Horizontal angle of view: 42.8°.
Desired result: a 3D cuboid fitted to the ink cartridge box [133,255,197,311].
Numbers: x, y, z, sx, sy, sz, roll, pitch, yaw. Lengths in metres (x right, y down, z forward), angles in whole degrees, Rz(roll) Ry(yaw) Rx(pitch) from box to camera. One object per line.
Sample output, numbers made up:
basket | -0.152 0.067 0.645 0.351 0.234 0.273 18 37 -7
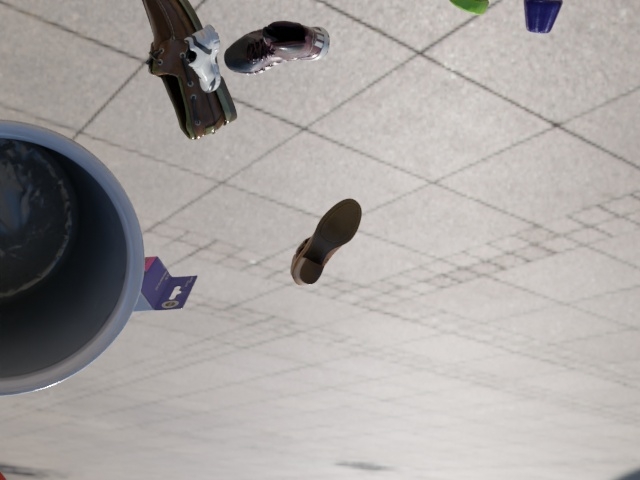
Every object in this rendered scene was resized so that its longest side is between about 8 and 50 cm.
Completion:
ink cartridge box | -0.463 0.099 1.756 0.370 0.069 0.176 -2 -159 3

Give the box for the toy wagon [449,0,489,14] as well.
toy wagon | 0.182 -0.486 1.111 0.068 0.344 0.267 -11 134 -43

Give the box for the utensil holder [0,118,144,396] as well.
utensil holder | -0.442 -0.009 1.108 0.327 0.328 0.385 15 -176 -26

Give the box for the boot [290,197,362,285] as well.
boot | 0.000 0.000 1.626 0.073 0.197 0.152 37 175 -10

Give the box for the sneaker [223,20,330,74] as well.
sneaker | -0.131 -0.471 1.933 0.281 0.106 0.162 -8 178 22

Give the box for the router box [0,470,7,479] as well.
router box | -0.333 0.314 0.788 0.082 0.301 0.335 -33 166 -36

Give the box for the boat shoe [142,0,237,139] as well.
boat shoe | -0.258 -0.329 1.473 0.104 0.307 0.110 -33 -160 -19

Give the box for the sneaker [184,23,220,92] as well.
sneaker | -0.157 -0.233 1.064 0.043 0.040 0.109 -29 153 -21

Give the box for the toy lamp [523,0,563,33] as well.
toy lamp | 0.441 -0.541 1.575 0.080 0.080 0.275 2 114 -1
